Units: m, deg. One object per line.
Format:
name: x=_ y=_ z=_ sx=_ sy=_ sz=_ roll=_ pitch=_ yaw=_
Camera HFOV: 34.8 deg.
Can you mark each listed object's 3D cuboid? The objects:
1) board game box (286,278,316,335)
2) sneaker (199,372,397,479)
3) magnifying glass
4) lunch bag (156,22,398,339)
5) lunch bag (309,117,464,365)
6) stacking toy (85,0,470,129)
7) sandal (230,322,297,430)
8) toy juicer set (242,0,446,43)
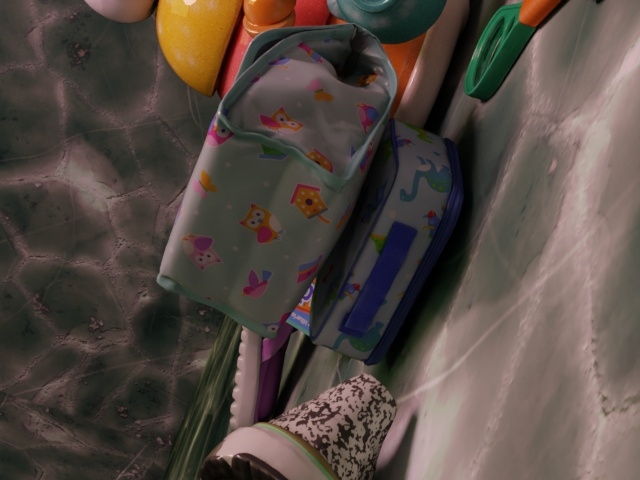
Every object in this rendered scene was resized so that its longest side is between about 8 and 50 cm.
board game box: x=0.000 y=0.000 z=1.199 sx=0.047 sy=0.160 sz=0.210 roll=-17 pitch=-48 yaw=-62
sneaker: x=-0.016 y=0.241 z=0.965 sx=0.182 sy=0.158 sz=0.410 roll=-39 pitch=-10 yaw=-28
magnifying glass: x=0.185 y=-0.199 z=0.944 sx=0.231 sy=0.026 sz=0.092 roll=128 pitch=161 yaw=-72
lunch bag: x=-0.034 y=-0.078 z=1.002 sx=0.262 sy=0.160 sz=0.223 roll=-65 pitch=1 yaw=-50
lunch bag: x=0.062 y=0.003 z=1.010 sx=0.176 sy=0.090 sz=0.219 roll=-85 pitch=18 yaw=-64
stacking toy: x=-0.084 y=-0.274 z=1.293 sx=0.350 sy=0.480 sz=0.350 roll=-160 pitch=90 yaw=-82
sandal: x=-0.046 y=0.116 z=1.491 sx=0.169 sy=0.102 sz=0.416 roll=-55 pitch=-21 yaw=-55
toy juicer set: x=0.048 y=-0.306 z=1.100 sx=0.329 sy=0.209 sz=0.089 roll=-47 pitch=-9 yaw=27
